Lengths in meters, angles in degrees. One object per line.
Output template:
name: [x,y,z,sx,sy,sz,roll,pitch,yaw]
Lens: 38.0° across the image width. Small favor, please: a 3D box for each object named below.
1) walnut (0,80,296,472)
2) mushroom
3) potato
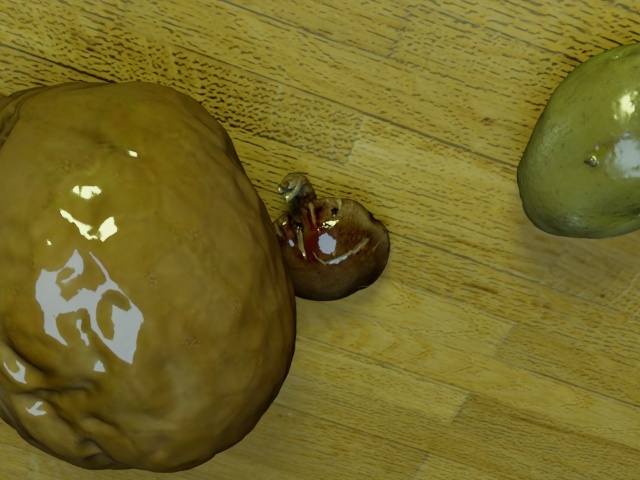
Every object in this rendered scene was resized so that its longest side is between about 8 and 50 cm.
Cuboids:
walnut: [-0.196,0.041,0.889,0.354,0.308,0.398,19,136,39]
mushroom: [0.000,0.001,0.968,0.135,0.080,0.171,-24,124,13]
potato: [0.258,-0.082,0.837,0.157,0.157,0.194,35,138,-17]
